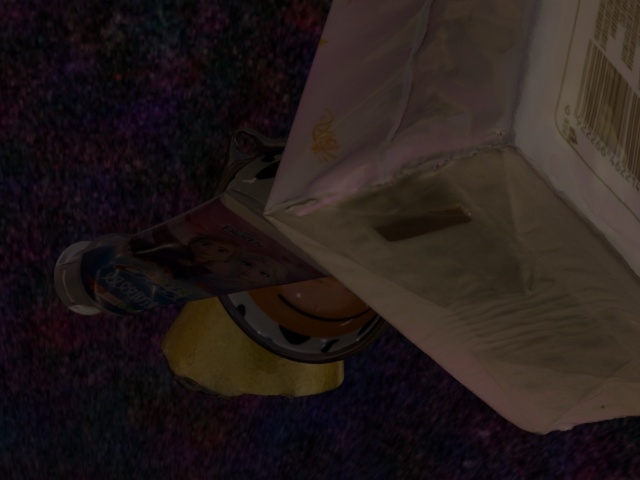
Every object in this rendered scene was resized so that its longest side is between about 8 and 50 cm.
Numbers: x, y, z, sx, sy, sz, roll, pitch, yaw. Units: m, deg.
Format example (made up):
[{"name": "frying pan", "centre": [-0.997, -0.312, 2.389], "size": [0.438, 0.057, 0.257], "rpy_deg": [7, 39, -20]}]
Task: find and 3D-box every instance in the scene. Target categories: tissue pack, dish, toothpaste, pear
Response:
[{"name": "tissue pack", "centre": [0.098, -0.061, 0.503], "size": [0.185, 0.124, 0.225], "rpy_deg": [42, 49, -35]}, {"name": "dish", "centre": [0.000, 0.000, 1.434], "size": [0.303, 0.303, 0.120], "rpy_deg": [44, 28, 13]}, {"name": "toothpaste", "centre": [-0.095, 0.013, 0.789], "size": [0.096, 0.266, 0.061], "rpy_deg": [33, 63, -30]}, {"name": "pear", "centre": [-0.084, 0.099, 1.627], "size": [0.267, 0.267, 0.178], "rpy_deg": [7, 105, -7]}]
